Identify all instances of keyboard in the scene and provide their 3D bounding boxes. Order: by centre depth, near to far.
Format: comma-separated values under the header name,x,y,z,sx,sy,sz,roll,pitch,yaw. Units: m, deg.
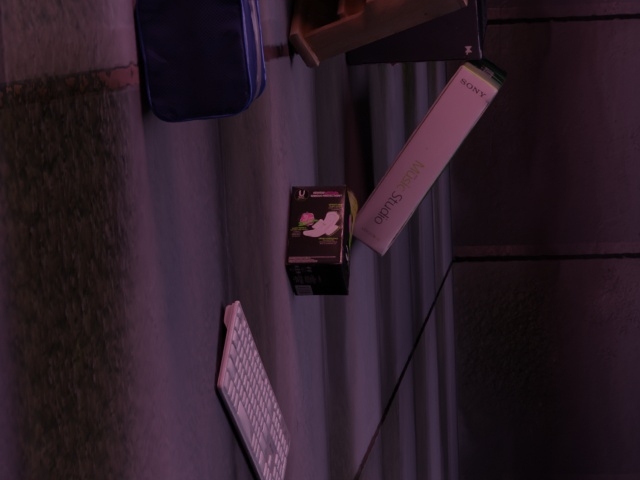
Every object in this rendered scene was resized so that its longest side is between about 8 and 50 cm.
name,x,y,z,sx,sy,sz,roll,pitch,yaw
keyboard,-0.049,0.135,1.391,0.256,0.014,0.072,74,16,-60

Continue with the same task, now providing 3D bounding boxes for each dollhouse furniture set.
name,x,y,z,sx,sy,sz,roll,pitch,yaw
dollhouse furniture set,0.007,-0.297,1.593,0.242,0.161,0.212,55,27,-35

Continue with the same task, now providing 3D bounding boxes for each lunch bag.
name,x,y,z,sx,sy,sz,roll,pitch,yaw
lunch bag,-0.071,-0.124,1.085,0.065,0.067,0.098,-63,150,-74

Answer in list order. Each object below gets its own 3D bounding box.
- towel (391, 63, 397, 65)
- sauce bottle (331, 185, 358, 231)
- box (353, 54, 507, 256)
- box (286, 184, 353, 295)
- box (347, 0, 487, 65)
name,x,y,z,sx,sy,sz,roll,pitch,yaw
towel,0.090,-0.398,2.425,0.199,0.031,0.275,-82,170,-59
sauce bottle,0.011,-0.010,1.755,0.128,0.042,0.042,-73,160,-60
box,0.133,-0.111,2.154,0.232,0.058,0.322,-55,180,11
box,0.000,0.000,1.629,0.062,0.052,0.083,76,16,-59
box,0.113,-0.272,2.108,0.158,0.156,0.093,-72,159,-66
